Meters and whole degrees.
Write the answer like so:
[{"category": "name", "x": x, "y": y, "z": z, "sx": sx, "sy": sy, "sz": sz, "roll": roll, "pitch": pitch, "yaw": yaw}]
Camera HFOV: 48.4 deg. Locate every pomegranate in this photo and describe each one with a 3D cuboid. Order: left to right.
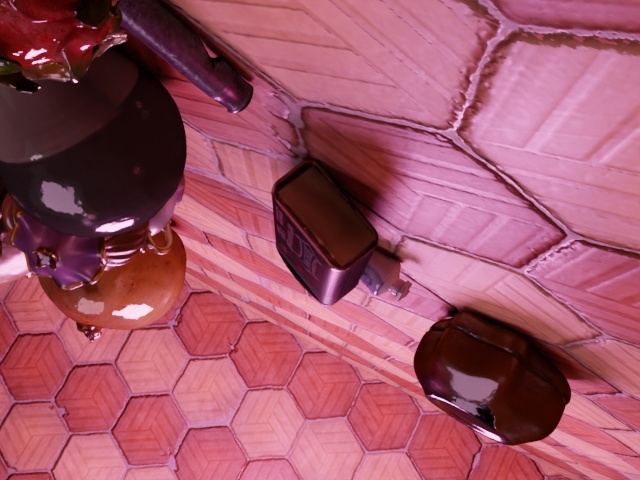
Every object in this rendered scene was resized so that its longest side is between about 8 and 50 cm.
[{"category": "pomegranate", "x": -0.466, "y": 0.068, "z": 1.569, "sx": 0.338, "sy": 0.338, "sz": 0.338, "roll": 27, "pitch": 168, "yaw": 6}]

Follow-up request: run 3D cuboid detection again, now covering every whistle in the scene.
[{"category": "whistle", "x": -0.121, "y": -0.161, "z": 0.559, "sx": 0.176, "sy": 0.033, "sz": 0.033, "roll": 37, "pitch": 165, "yaw": -37}]

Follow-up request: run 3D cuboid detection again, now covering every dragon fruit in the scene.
[{"category": "dragon fruit", "x": -0.216, "y": -0.194, "z": 0.434, "sx": 0.236, "sy": 0.135, "sz": 0.137, "roll": 49, "pitch": 162, "yaw": 11}]

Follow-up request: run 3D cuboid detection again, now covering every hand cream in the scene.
[{"category": "hand cream", "x": 0.055, "y": 0.027, "z": 0.926, "sx": 0.142, "sy": 0.053, "sz": 0.084, "roll": 35, "pitch": 166, "yaw": 15}]

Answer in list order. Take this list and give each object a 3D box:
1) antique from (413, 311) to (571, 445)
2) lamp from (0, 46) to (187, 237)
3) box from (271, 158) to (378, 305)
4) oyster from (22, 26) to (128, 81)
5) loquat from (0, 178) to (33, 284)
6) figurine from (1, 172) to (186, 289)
[{"category": "antique", "x": 0.244, "y": 0.207, "z": 1.041, "sx": 0.224, "sy": 0.129, "sz": 0.278, "roll": 25, "pitch": 165, "yaw": 24}, {"category": "lamp", "x": -0.234, "y": -0.149, "z": 0.668, "sx": 0.182, "sy": 0.182, "sz": 0.313, "roll": 19, "pitch": 132, "yaw": 36}, {"category": "box", "x": 0.000, "y": 0.000, "z": 0.802, "sx": 0.120, "sy": 0.069, "sz": 0.224, "roll": 51, "pitch": 169, "yaw": 8}, {"category": "oyster", "x": -0.240, "y": -0.160, "z": 0.536, "sx": 0.146, "sy": 0.045, "sz": 0.122, "roll": -3, "pitch": 161, "yaw": 28}, {"category": "loquat", "x": -0.470, "y": -0.073, "z": 0.946, "sx": 0.328, "sy": 0.328, "sz": 0.359, "roll": 42, "pitch": -173, "yaw": -48}, {"category": "figurine", "x": -0.273, "y": -0.043, "z": 0.877, "sx": 0.189, "sy": 0.142, "sz": 0.263, "roll": 48, "pitch": -152, "yaw": -2}]
